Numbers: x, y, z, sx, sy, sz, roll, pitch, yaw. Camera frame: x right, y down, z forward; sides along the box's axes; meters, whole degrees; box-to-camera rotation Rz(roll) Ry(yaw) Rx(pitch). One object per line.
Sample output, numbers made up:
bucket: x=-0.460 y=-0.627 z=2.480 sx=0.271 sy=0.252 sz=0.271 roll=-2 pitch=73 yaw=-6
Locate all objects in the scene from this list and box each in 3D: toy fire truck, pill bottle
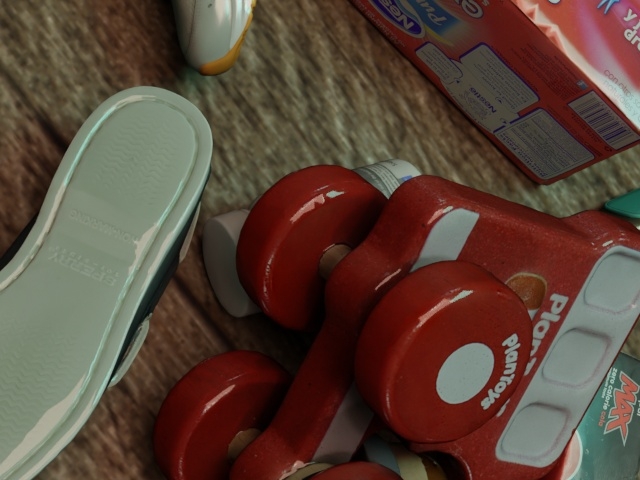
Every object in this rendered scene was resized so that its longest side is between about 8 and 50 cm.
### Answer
toy fire truck: x=0.062 y=0.107 z=1.089 sx=0.254 sy=0.169 sz=0.302 roll=15 pitch=105 yaw=-40
pill bottle: x=0.000 y=0.000 z=1.152 sx=0.137 sy=0.078 sz=0.078 roll=-15 pitch=86 yaw=-24

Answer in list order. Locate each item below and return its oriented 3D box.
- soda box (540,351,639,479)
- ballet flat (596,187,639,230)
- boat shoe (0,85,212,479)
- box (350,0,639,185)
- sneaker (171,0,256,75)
soda box: x=0.172 y=0.156 z=1.203 sx=0.060 sy=0.053 sz=0.169 roll=23 pitch=71 yaw=-16
ballet flat: x=0.204 y=0.001 z=1.256 sx=0.168 sy=0.057 sz=0.052 roll=-19 pitch=115 yaw=-20
boat shoe: x=-0.156 y=0.050 z=1.073 sx=0.114 sy=0.091 sz=0.302 roll=34 pitch=70 yaw=9
box: x=0.114 y=-0.196 z=1.198 sx=0.300 sy=0.154 sz=0.142 roll=43 pitch=67 yaw=-7
sneaker: x=-0.115 y=-0.224 z=1.152 sx=0.121 sy=0.099 sz=0.262 roll=-9 pitch=75 yaw=-15
